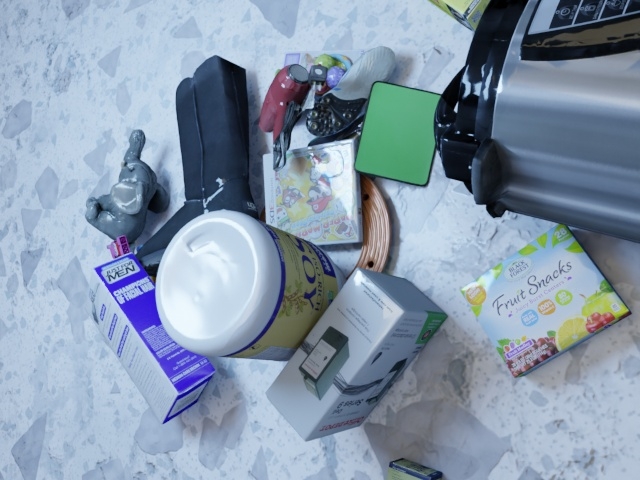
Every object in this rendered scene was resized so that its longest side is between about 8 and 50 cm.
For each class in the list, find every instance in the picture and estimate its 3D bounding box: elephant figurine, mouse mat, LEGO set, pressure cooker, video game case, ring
[{"bbox_3d":[-0.466,-0.117,1.517,0.239,0.186,0.169,-40,30,20],"label":"elephant figurine"},{"bbox_3d":[0.156,-0.210,1.192,0.152,0.007,0.190,13,86,3],"label":"mouse mat"},{"bbox_3d":[-0.456,0.090,1.507,0.093,0.087,0.228,-2,106,42],"label":"LEGO set"},{"bbox_3d":[0.382,-0.195,0.877,0.420,0.369,0.376,19,101,34],"label":"pressure cooker"},{"bbox_3d":[-0.020,-0.091,1.259,0.226,0.026,0.207,-5,87,31],"label":"video game case"},{"bbox_3d":[0.000,0.000,1.280,0.336,0.032,0.337,-7,78,32],"label":"ring"}]

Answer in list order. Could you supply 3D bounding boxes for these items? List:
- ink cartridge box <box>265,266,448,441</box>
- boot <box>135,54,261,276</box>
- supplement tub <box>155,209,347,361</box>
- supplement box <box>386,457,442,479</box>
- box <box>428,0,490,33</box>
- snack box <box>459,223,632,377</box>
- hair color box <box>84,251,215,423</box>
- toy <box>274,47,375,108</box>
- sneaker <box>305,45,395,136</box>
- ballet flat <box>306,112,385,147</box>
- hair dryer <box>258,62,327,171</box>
[{"bbox_3d":[0.068,0.205,1.092,0.121,0.211,0.289,43,105,29],"label":"ink cartridge box"},{"bbox_3d":[-0.310,-0.166,1.438,0.366,0.146,0.446,-19,72,26],"label":"boot"},{"bbox_3d":[-0.105,0.095,1.103,0.240,0.331,0.241,-7,75,27],"label":"supplement tub"},{"bbox_3d":[0.162,0.443,1.076,0.083,0.056,0.083,9,86,33],"label":"supplement box"},{"bbox_3d":[0.239,-0.494,1.192,0.058,0.087,0.232,-49,61,15],"label":"box"},{"bbox_3d":[0.366,0.100,1.005,0.207,0.070,0.175,-37,64,20],"label":"snack box"},{"bbox_3d":[-0.387,0.217,1.353,0.339,0.110,0.185,50,139,13],"label":"hair color box"},{"bbox_3d":[-0.003,-0.361,1.336,0.237,0.056,0.137,7,86,33],"label":"toy"},{"bbox_3d":[0.063,-0.297,1.241,0.085,0.086,0.237,44,85,-2],"label":"sneaker"},{"bbox_3d":[0.061,-0.208,1.260,0.203,0.074,0.074,-24,69,24],"label":"ballet flat"},{"bbox_3d":[-0.087,-0.265,1.271,0.224,0.080,0.293,-63,16,2],"label":"hair dryer"}]
